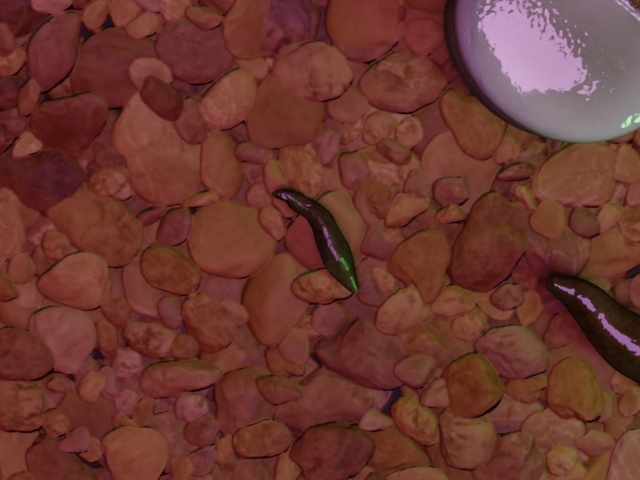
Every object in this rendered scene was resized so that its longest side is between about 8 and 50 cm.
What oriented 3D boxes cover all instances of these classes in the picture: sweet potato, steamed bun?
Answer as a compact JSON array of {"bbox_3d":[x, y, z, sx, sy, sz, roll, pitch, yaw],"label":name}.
[{"bbox_3d":[0.005,-0.005,1.163,0.041,0.038,0.153,-37,97,-12],"label":"sweet potato"},{"bbox_3d":[0.358,0.113,1.156,0.243,0.077,0.077,37,103,3],"label":"sweet potato"},{"bbox_3d":[0.234,-0.197,1.047,0.241,0.146,0.164,39,98,-6],"label":"steamed bun"}]
